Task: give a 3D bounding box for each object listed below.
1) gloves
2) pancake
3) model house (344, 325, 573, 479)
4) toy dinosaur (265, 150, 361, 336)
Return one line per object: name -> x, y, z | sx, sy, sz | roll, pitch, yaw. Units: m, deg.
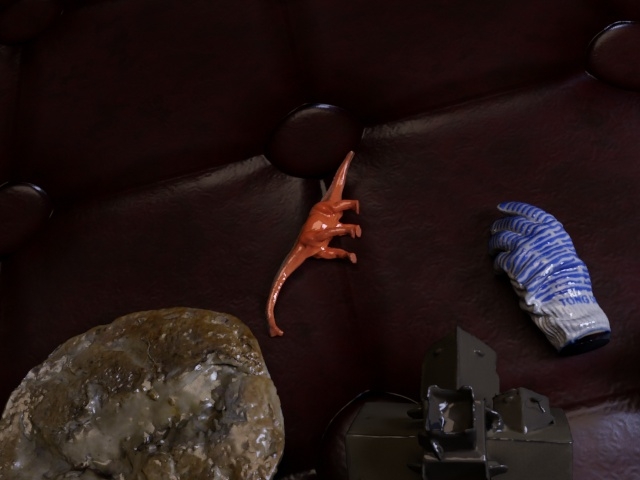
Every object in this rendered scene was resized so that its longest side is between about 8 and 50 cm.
gloves -> 0.274, 0.035, 0.926 | 0.119, 0.097, 0.229 | -3, 44, -26
pancake -> -0.222, 0.243, 0.896 | 0.386, 0.082, 0.387 | -8, 56, 13
model house -> 0.135, 0.187, 0.752 | 0.211, 0.243, 0.204 | -2, 57, 12
toy dinosaur -> 0.002, 0.004, 1.027 | 0.101, 0.055, 0.280 | 5, 59, 27
